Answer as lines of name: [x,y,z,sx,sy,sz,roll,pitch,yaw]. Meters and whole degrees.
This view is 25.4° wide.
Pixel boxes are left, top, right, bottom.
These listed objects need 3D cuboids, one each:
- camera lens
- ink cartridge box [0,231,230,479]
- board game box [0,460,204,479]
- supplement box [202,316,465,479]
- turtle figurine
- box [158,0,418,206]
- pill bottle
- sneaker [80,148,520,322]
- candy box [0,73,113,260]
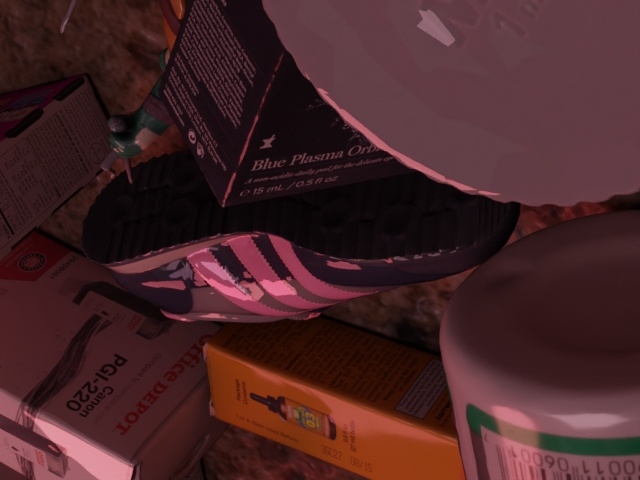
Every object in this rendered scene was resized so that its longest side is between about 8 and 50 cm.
camera lens: [0.122,-0.167,0.565,0.219,0.274,0.219,19,133,22]
ink cartridge box: [-0.188,0.104,1.098,0.218,0.158,0.092,27,135,16]
board game box: [-0.186,0.297,1.264,0.142,0.144,0.275,15,130,27]
supplement box: [0.033,0.116,1.008,0.233,0.080,0.078,17,131,23]
turtle figurine: [-0.088,-0.148,0.859,0.234,0.118,0.175,108,149,-55]
box: [0.015,-0.110,0.763,0.093,0.156,0.158,60,145,28]
pill bottle: [0.196,0.182,0.833,0.204,0.204,0.361,6,123,33]
sneaker: [0.000,0.000,0.940,0.319,0.112,0.131,-1,147,34]
candy box: [-0.270,-0.022,1.000,0.159,0.233,0.071,-6,119,40]
